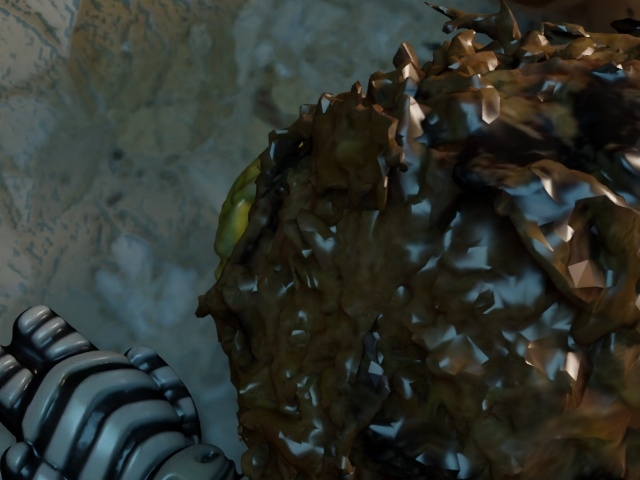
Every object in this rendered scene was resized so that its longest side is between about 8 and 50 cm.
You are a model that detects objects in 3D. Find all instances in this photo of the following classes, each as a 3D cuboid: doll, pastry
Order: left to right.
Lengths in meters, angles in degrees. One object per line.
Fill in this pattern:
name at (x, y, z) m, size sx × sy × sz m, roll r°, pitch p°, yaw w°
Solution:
doll at (-0.065, 0.110, 0.519) m, size 0.219 × 0.067 × 0.091 m, roll 40°, pitch 53°, yaw 13°
pastry at (0.083, 0.040, 0.457) m, size 0.275 × 0.193 × 0.274 m, roll -6°, pitch 107°, yaw -18°

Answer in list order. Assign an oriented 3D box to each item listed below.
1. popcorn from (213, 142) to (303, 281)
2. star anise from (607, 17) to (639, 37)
popcorn at (0.001, -0.001, 0.552) m, size 0.097 × 0.089 × 0.109 m, roll 30°, pitch 96°, yaw -7°
star anise at (0.152, -0.072, 0.593) m, size 0.191 × 0.070 × 0.097 m, roll -16°, pitch 78°, yaw -20°
